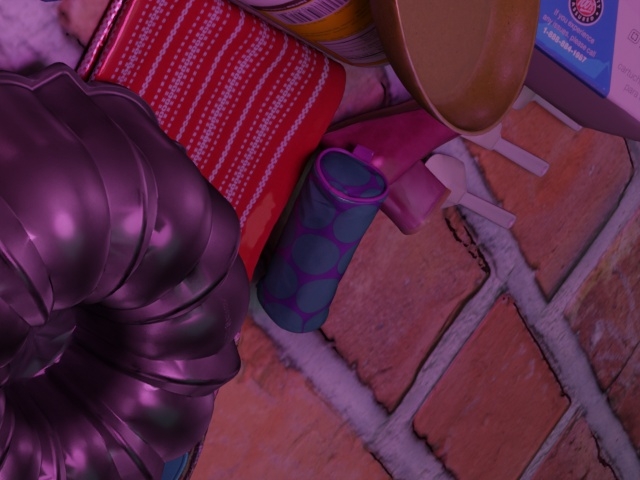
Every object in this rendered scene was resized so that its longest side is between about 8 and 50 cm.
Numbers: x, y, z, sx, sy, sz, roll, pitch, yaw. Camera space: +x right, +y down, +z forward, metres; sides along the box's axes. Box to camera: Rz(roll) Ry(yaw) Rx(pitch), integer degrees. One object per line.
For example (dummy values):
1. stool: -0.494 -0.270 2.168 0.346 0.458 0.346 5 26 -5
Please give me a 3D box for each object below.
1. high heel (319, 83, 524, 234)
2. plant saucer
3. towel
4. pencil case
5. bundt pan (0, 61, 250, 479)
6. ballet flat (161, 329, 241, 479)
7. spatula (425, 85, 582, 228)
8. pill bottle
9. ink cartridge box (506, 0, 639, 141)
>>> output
1. high heel: 0.089 -0.129 1.382 0.117 0.082 0.244 45 67 -24
2. plant saucer: 0.087 -0.190 1.111 0.241 0.037 0.240 -9 100 -60
3. towel: -0.089 -0.071 1.184 0.275 0.031 0.198 19 100 -59
4. pencil case: 0.000 0.000 1.310 0.070 0.064 0.151 -51 170 -52
5. bundt pan: -0.173 0.064 1.037 0.331 0.124 0.330 -26 132 -33
6. ballet flat: -0.115 0.135 1.302 0.221 0.077 0.079 -65 169 11
7. spatula: 0.172 -0.084 1.562 0.168 0.019 0.242 -56 155 7
8. pill bottle: 0.015 -0.189 1.143 0.117 0.117 0.215 -61 150 5
9. ink cartridge box: 0.254 -0.260 1.328 0.223 0.129 0.307 30 86 -35
